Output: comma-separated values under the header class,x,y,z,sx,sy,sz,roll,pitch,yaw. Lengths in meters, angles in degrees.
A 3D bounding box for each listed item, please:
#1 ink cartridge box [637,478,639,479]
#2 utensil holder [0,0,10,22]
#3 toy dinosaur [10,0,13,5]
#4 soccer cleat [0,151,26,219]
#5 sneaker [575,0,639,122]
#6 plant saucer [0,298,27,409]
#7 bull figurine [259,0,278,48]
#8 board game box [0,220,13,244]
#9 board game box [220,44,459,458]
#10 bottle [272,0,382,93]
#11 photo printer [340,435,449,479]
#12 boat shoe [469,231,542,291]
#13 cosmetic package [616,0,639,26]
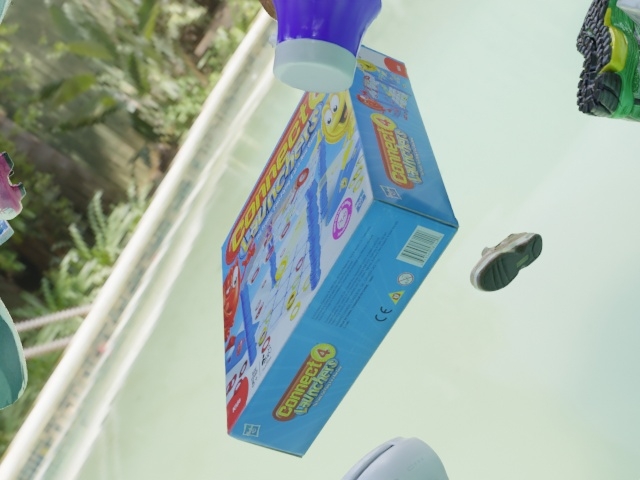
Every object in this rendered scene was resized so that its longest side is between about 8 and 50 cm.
class,x,y,z,sx,sy,sz,roll,pitch,yaw
ink cartridge box,0.484,0.433,1.501,0.223,0.129,0.307,-59,-16,-16
utensil holder,-0.326,-0.246,0.661,0.327,0.327,0.385,-53,25,15
toy dinosaur,-0.271,-0.342,1.010,0.200,0.127,0.296,-13,-76,-73
soccer cleat,-0.441,-0.126,1.152,0.143,0.331,0.116,-33,48,-11
sneaker,0.462,-0.285,1.584,0.134,0.146,0.343,112,174,-50
plant saucer,-0.252,0.027,0.642,0.037,0.195,0.195,-55,11,10
bull figurine,-0.044,-0.345,1.435,0.101,0.188,0.310,-47,6,-10
board game box,-0.643,0.056,1.574,0.390,0.050,0.390,-38,21,-11
board game box,0.000,0.000,1.085,0.308,0.086,0.302,-59,23,30
bottle,0.014,-0.265,0.895,0.092,0.118,0.283,150,132,-70
photo printer,0.109,0.446,1.494,0.107,0.307,0.256,-8,21,41
boat shoe,0.310,0.036,1.882,0.072,0.068,0.190,17,30,39
cosmetic package,0.526,-0.390,1.362,0.153,0.129,0.296,33,97,44
